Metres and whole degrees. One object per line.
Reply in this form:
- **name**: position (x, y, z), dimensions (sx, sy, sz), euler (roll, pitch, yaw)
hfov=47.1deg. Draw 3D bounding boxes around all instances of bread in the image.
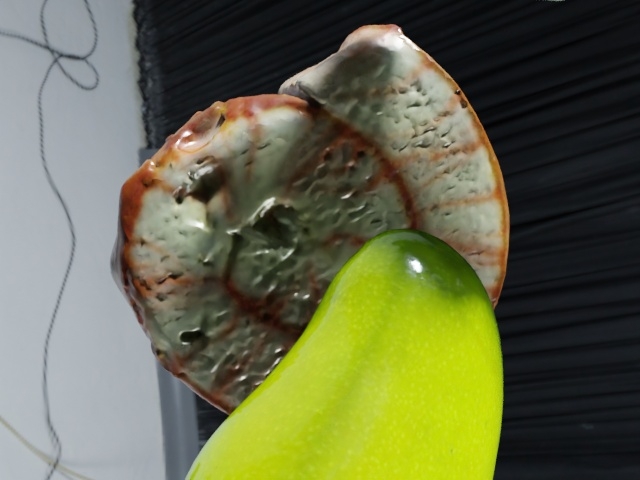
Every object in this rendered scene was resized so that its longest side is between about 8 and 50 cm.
- **bread**: position (-0.001, 0.004, 0.635), dimensions (0.295, 0.327, 0.114), euler (62, -4, -13)

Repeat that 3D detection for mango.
- **mango**: position (0.017, 0.135, 0.420), dimensions (0.175, 0.143, 0.293), euler (35, 72, -29)
